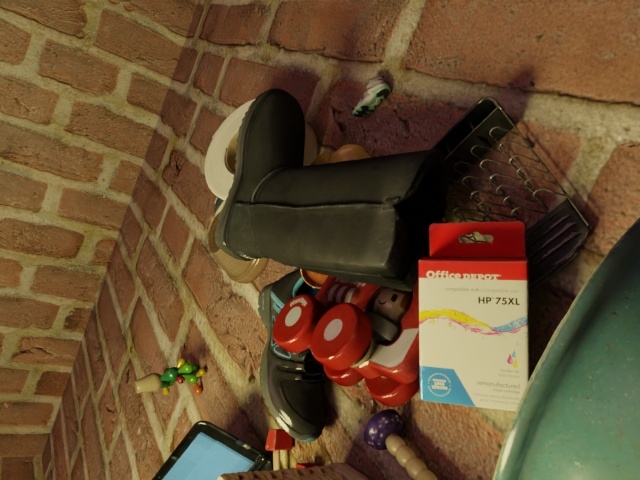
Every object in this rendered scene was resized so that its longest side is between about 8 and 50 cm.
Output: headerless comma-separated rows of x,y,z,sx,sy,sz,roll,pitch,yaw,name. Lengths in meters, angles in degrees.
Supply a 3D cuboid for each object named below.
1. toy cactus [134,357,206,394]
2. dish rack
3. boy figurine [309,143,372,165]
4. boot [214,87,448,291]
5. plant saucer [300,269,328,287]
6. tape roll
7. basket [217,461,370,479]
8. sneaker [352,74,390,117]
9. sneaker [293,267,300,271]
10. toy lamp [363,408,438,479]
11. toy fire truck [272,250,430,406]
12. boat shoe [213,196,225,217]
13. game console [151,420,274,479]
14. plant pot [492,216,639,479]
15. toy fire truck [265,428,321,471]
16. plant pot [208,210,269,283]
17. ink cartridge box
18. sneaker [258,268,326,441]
-0.431,0.398,1.425,0.219,0.180,0.112,-23,79,54,toy cactus
0.247,-0.051,0.740,0.208,0.074,0.272,-48,43,34,dish rack
0.004,-0.116,1.084,0.285,0.092,0.177,-39,34,37,boy figurine
0.014,-0.121,0.876,0.445,0.146,0.368,4,79,50,boot
0.001,0.053,1.003,0.013,0.083,0.084,-135,65,-74,plant saucer
-0.151,-0.209,1.248,0.286,0.100,0.287,-14,64,29,tape roll
-0.007,0.533,0.701,0.328,0.266,0.332,10,84,56,basket
0.104,-0.312,1.072,0.098,0.038,0.069,-33,50,31,sneaker
0.000,0.000,1.044,0.235,0.094,0.090,-45,46,37,sneaker
0.162,0.351,0.701,0.274,0.080,0.080,41,110,55,toy lamp
0.080,0.114,0.849,0.302,0.169,0.254,2,58,57,toy fire truck
-0.235,-0.147,1.429,0.254,0.095,0.079,-48,53,46,boat shoe
-0.223,0.567,1.063,0.293,0.173,0.250,-54,40,28,game console
0.352,0.173,0.315,0.334,0.341,0.342,30,101,46,plant pot
-0.058,0.472,0.974,0.135,0.047,0.192,-13,67,48,toy fire truck
-0.225,-0.010,1.345,0.237,0.109,0.238,-23,60,47,plant pot
0.200,0.091,0.656,0.134,0.078,0.231,-1,91,23,ink cartridge box
-0.042,0.212,0.991,0.139,0.125,0.341,-37,53,34,sneaker
